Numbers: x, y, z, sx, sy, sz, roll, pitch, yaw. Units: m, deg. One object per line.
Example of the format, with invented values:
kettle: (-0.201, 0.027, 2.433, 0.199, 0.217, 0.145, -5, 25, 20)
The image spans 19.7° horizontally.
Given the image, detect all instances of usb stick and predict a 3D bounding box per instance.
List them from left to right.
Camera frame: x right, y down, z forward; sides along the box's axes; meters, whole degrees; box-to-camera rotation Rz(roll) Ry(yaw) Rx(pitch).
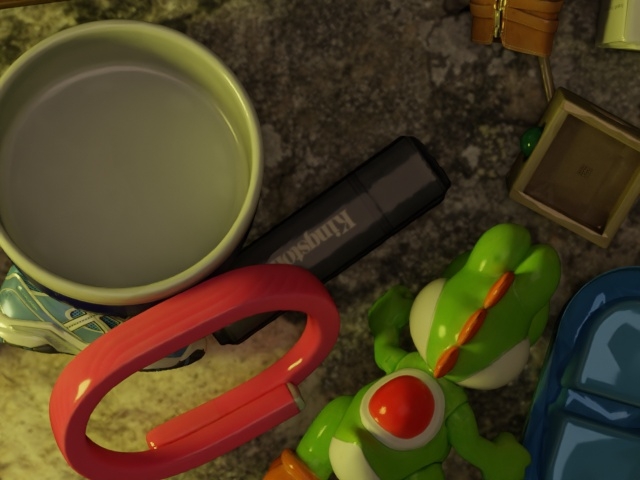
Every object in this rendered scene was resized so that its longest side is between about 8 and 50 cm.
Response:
usb stick: (0.000, 0.000, 1.801, 0.278, 0.045, 0.077, -35, 97, -2)

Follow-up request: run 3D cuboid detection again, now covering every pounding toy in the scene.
pounding toy: (0.247, -0.091, 1.806, 0.141, 0.100, 0.130, 28, 105, -5)

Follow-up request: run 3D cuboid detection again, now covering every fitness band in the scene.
fitness band: (-0.113, 0.129, 1.726, 0.290, 0.209, 0.054, -28, 54, -5)

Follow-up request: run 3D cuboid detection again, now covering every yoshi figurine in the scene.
yoshi figurine: (0.111, 0.141, 1.769, 0.203, 0.203, 0.362, 30, 103, -29)

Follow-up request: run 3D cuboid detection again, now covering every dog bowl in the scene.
dog bowl: (-0.185, -0.064, 1.713, 0.264, 0.104, 0.265, 1, 77, -3)
dog bowl: (0.286, 0.168, 1.829, 0.165, 0.074, 0.297, 16, 93, -7)

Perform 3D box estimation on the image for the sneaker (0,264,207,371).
sneaker: (-0.210, 0.075, 1.766, 0.211, 0.080, 0.081, 11, 94, -7)

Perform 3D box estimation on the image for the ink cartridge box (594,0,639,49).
ink cartridge box: (0.392, -0.315, 1.782, 0.211, 0.121, 0.289, 7, 93, -7)

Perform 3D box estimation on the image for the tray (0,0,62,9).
tray: (-0.410, -0.295, 1.644, 0.410, 0.076, 0.203, -12, 96, -30)

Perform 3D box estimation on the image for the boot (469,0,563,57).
boot: (0.223, -0.250, 1.753, 0.073, 0.197, 0.152, -3, 103, -42)
